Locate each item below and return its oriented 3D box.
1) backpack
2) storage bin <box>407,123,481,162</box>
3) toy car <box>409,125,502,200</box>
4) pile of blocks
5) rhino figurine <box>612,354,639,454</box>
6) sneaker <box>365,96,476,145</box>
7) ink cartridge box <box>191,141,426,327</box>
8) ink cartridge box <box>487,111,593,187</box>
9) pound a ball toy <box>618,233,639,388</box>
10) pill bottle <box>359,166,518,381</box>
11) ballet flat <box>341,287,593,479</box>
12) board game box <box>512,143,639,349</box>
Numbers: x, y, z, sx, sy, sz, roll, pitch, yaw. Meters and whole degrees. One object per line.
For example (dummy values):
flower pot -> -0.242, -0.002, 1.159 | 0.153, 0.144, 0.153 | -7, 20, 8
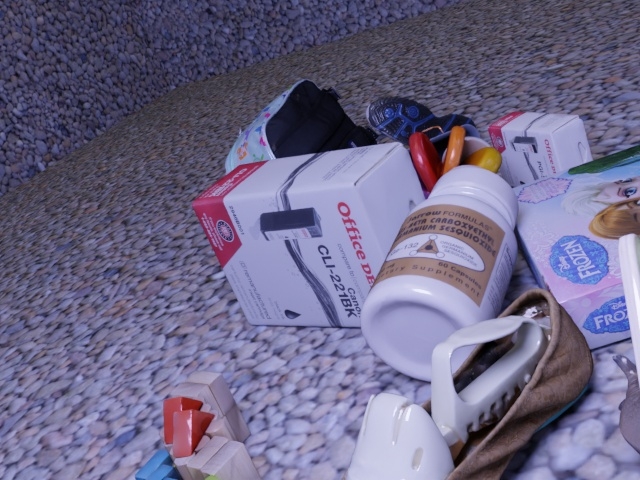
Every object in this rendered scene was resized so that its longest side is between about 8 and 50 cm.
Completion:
backpack -> -0.034, -0.109, 1.308 | 0.191, 0.225, 0.253 | -37, 14, 29
storage bin -> 0.185, -0.134, 1.336 | 0.135, 0.098, 0.091 | -24, 11, -5
toy car -> 0.149, -0.074, 1.107 | 0.182, 0.136, 0.159 | -50, 10, 27
pile of blocks -> -0.123, 0.220, 0.749 | 0.148, 0.113, 0.362 | -26, 21, -10
rhino figurine -> 0.278, 0.138, 0.604 | 0.106, 0.073, 0.243 | -17, 20, 6
sneaker -> 0.164, -0.188, 1.421 | 0.211, 0.080, 0.081 | 13, -9, -27
ink cartridge box -> 0.000, 0.000, 1.038 | 0.272, 0.197, 0.114 | -4, 28, 40
ink cartridge box -> 0.309, -0.123, 1.164 | 0.056, 0.099, 0.135 | -30, 22, -19
pound a ball toy -> 0.288, 0.128, 0.405 | 0.208, 0.135, 0.319 | -21, 54, 34
pill bottle -> 0.138, 0.026, 0.884 | 0.131, 0.131, 0.229 | -8, 34, 33
ballet flat -> 0.107, 0.149, 0.673 | 0.342, 0.124, 0.116 | -36, 24, -30
board game box -> 0.380, -0.026, 0.903 | 0.317, 0.066, 0.319 | -19, 20, 8
